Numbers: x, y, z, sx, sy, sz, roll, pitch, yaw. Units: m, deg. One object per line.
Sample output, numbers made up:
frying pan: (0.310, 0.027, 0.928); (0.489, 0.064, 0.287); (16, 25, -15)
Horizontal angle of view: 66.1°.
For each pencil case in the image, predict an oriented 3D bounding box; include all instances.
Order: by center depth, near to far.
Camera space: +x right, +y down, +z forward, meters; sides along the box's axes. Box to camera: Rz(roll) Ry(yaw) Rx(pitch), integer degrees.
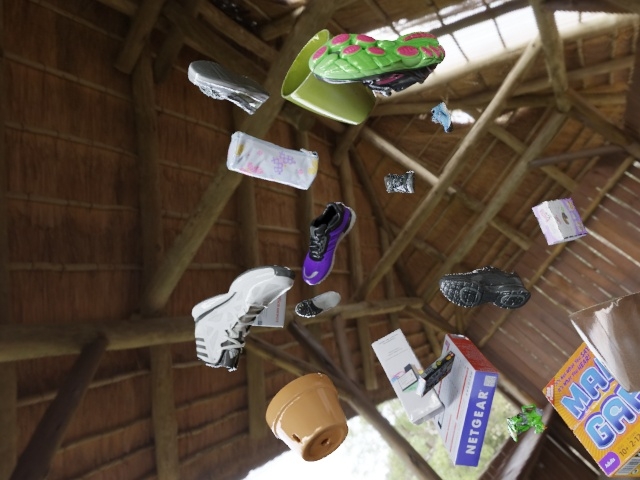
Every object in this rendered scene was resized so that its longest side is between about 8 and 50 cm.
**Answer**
pencil case: (-0.142, -0.238, 1.471); (0.272, 0.114, 0.124); (11, -35, -20)

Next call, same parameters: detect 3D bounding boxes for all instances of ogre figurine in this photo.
ogre figurine: (0.718, 0.633, 1.723); (0.118, 0.097, 0.197); (-24, -55, 1)

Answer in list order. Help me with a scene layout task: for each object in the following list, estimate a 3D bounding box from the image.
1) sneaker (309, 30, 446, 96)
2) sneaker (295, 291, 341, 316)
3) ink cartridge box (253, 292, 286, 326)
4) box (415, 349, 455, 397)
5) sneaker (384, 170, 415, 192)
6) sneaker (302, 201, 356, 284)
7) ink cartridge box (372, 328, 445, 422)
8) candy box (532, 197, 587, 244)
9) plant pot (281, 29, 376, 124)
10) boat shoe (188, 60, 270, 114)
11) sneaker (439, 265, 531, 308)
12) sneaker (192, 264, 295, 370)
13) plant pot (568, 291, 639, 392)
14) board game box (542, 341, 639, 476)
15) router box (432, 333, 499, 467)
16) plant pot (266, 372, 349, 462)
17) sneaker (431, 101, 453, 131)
sneaker: (0.189, -0.551, 1.602); (0.482, 0.185, 0.202); (-11, -30, -23)
sneaker: (-0.014, 0.304, 2.328); (0.237, 0.085, 0.086); (-15, -3, -28)
ink cartridge box: (-0.239, 0.247, 1.881); (0.087, 0.208, 0.153); (143, 133, -82)
box: (0.341, 0.395, 1.456); (0.137, 0.027, 0.094); (-31, -39, -28)
sneaker: (0.335, -0.242, 2.066); (0.227, 0.130, 0.087); (-18, -71, -84)
sneaker: (0.000, -0.001, 1.634); (0.146, 0.102, 0.294); (32, -97, -56)
ink cartridge box: (0.300, 0.465, 1.664); (0.117, 0.278, 0.201); (-29, -28, 4)
candy box: (0.965, -0.079, 1.979); (0.196, 0.165, 0.070); (-8, -17, -36)
plant pot: (0.054, -0.560, 1.802); (0.293, 0.275, 0.275); (30, -74, -27)
boat shoe: (-0.286, -0.465, 1.526); (0.103, 0.118, 0.320); (-51, -20, 22)
sneaker: (0.516, 0.141, 1.574); (0.285, 0.130, 0.109); (8, -48, -6)
sneaker: (-0.238, 0.270, 1.577); (0.447, 0.258, 0.169); (-32, -37, 30)
plant pot: (0.816, 0.276, 1.305); (0.215, 0.231, 0.215); (-14, -19, -5)
board game box: (1.104, 0.557, 1.717); (0.355, 0.356, 0.357); (12, -62, -24)
router box: (0.482, 0.537, 1.691); (0.301, 0.082, 0.336); (-104, 22, -78)
plant pot: (-0.030, 0.671, 1.825); (0.290, 0.203, 0.291); (-18, -51, -24)
sneaker: (0.489, -0.487, 1.986); (0.073, 0.162, 0.063); (-18, -43, 11)
